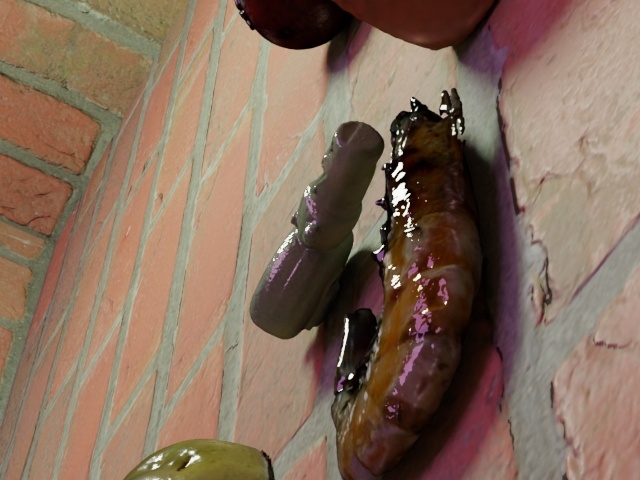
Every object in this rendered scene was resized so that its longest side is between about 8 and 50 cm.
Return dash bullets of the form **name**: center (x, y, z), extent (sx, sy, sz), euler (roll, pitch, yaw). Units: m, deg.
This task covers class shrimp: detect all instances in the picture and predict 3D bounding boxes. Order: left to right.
- **shrimp**: center (0.055, 0.035, 1.069), extent (0.365, 0.071, 0.233), euler (-86, 19, -50)

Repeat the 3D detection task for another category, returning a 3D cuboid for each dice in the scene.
- **dice**: center (0.087, -0.296, 1.256), extent (0.175, 0.174, 0.179), euler (-58, 17, 28)

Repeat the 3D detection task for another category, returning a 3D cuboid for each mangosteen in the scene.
- **mangosteen**: center (-0.016, -0.330, 1.702), extent (0.200, 0.199, 0.200), euler (-57, 17, 28)

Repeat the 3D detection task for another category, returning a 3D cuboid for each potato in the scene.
- **potato**: center (-0.132, 0.254, 1.253), extent (0.182, 0.117, 0.202), euler (-61, 15, 5)

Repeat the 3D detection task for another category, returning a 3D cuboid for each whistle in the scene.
- **whistle**: center (0.000, 0.000, 1.224), extent (0.126, 0.067, 0.258), euler (-54, -10, -46)
